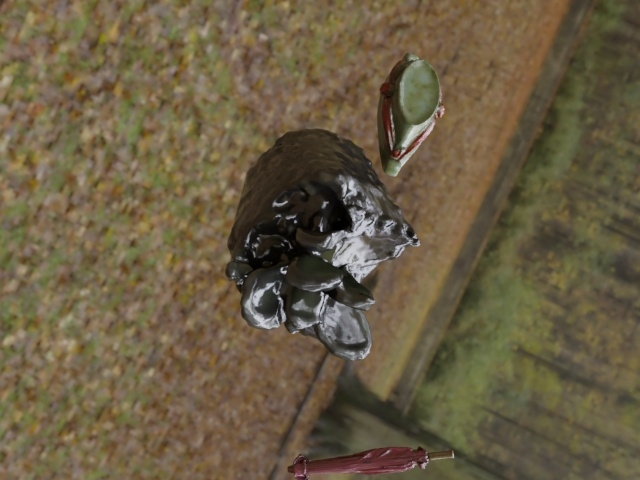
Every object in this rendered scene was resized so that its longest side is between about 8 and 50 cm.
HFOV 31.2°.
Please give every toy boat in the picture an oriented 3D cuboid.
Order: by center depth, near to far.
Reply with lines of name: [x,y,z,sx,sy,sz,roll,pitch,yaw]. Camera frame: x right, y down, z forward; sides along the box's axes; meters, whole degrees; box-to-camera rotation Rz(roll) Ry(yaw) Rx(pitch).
toy boat: [0.111,-0.171,1.448,0.071,0.089,0.185,131,-26,-60]

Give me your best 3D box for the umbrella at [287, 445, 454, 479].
umbrella: [0.049,0.217,1.124,0.025,0.165,0.027,-82,163,-57]

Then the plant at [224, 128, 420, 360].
plant: [0.000,0.000,1.356,0.188,0.199,0.276,-37,-147,22]
